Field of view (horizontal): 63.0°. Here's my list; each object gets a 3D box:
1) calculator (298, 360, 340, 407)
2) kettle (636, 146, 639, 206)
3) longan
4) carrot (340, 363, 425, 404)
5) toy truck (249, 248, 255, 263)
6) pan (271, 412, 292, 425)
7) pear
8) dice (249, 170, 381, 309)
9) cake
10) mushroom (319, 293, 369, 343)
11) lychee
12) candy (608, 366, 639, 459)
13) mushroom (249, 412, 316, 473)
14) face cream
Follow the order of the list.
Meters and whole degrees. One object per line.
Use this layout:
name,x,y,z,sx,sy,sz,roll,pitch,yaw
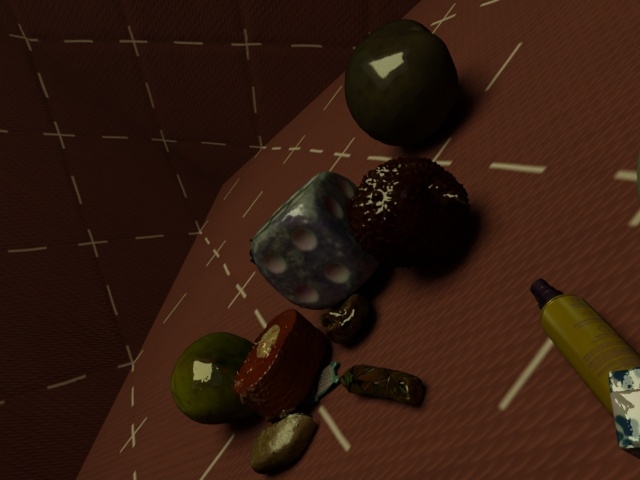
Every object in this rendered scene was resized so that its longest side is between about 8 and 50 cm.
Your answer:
calculator,-0.005,0.353,1.270,0.141,0.019,0.094,-43,27,22
kettle,0.614,-0.099,0.530,0.361,0.249,0.377,-28,19,-18
longan,0.245,-0.479,1.605,0.404,0.337,0.404,-176,90,-74
carrot,0.122,0.292,1.066,0.229,0.069,0.068,-12,45,57
toy truck,-0.165,0.016,1.968,0.110,0.116,0.216,-20,31,51
pan,-0.078,0.426,1.294,0.115,0.023,0.068,-49,21,13
pear,-0.283,0.386,1.456,0.321,0.269,0.269,-9,47,44
dice,0.000,0.000,1.396,0.270,0.271,0.270,-37,12,33
cake,-0.091,0.308,1.307,0.177,0.151,0.283,-23,26,47
mushroom,0.060,0.199,1.300,0.171,0.080,0.135,-22,24,54
lychee,0.204,-0.065,1.175,0.300,0.264,0.264,-19,39,50
candy,0.386,0.202,0.558,0.073,0.160,0.092,-33,36,46
mushroom,-0.099,0.476,1.202,0.210,0.072,0.094,-38,35,29
face cream,0.382,0.138,0.765,0.078,0.078,0.273,-46,23,16
